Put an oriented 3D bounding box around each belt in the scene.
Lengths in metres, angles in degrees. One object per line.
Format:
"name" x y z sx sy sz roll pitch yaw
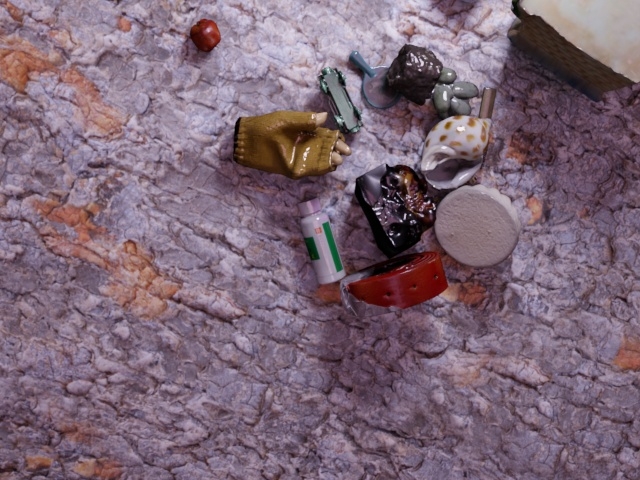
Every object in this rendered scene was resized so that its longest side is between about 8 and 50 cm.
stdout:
"belt" 0.213 0.131 1.722 0.323 0.227 0.115 -17 97 -5

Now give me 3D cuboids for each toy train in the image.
"toy train" 0.057 -0.404 1.675 0.083 0.132 0.200 -23 98 4

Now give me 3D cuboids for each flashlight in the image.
"flashlight" 0.452 -0.213 1.786 0.052 0.031 0.110 -40 100 2

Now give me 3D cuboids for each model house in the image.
"model house" 0.747 -0.664 1.573 0.395 0.400 0.445 33 96 3

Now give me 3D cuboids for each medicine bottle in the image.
"medicine bottle" 0.000 0.000 1.750 0.095 0.095 0.260 -16 100 -2

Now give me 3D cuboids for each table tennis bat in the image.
"table tennis bat" 0.160 -0.483 1.721 0.124 0.033 0.201 -46 104 0

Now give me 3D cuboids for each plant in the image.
"plant" 0.332 -0.451 1.676 0.274 0.149 0.146 26 140 -22

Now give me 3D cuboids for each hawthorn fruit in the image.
"hawthorn fruit" -0.323 -0.581 1.641 0.093 0.093 0.093 -1 99 -5

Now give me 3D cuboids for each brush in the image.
"brush" 0.503 -0.344 1.769 0.043 0.036 0.248 7 98 -13

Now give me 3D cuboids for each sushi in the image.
"sushi" 0.236 -0.101 1.715 0.212 0.215 0.227 -28 80 -5

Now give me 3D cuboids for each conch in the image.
"conch" 0.403 -0.278 1.696 0.274 0.149 0.183 -25 125 1

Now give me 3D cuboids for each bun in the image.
"bun" 0.488 -0.063 1.753 0.263 0.175 0.263 16 125 25

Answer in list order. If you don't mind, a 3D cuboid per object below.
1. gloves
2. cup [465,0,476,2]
"gloves" -0.084 -0.278 1.662 0.356 0.155 0.203 10 107 14
"cup" 0.413 -0.815 1.632 0.221 0.167 0.202 32 98 8
